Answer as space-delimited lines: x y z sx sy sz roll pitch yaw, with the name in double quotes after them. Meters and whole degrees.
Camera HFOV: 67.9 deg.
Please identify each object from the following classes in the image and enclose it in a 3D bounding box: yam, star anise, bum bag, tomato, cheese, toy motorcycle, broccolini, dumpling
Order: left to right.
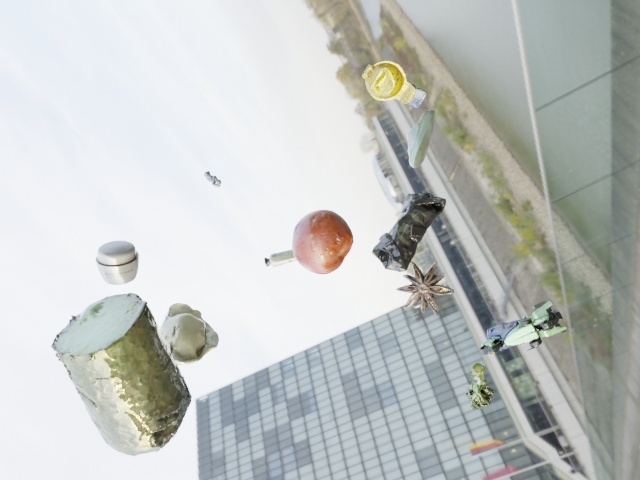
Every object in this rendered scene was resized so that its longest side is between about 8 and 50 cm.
-0.395 0.279 0.978 0.195 0.195 0.300 -88 -16 -66 "yam"
-0.537 0.406 1.934 0.242 0.187 0.318 18 -151 -34 "dumpling"
0.000 0.000 1.549 0.184 0.208 0.208 33 179 26 "tomato"
0.274 -0.574 1.772 0.250 0.157 0.064 26 -138 -10 "cheese"
0.295 -0.036 1.606 0.143 0.341 0.095 18 153 36 "bum bag"
0.356 0.155 1.603 0.065 0.195 0.183 4 -84 -60 "star anise"
0.352 0.316 1.034 0.058 0.067 0.216 28 157 27 "broccolini"
0.777 0.357 1.863 0.125 0.331 0.196 61 -165 4 "toy motorcycle"

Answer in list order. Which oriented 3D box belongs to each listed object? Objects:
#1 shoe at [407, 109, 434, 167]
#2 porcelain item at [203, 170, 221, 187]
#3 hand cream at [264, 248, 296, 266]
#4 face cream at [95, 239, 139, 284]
0.406 -0.432 1.997 0.100 0.251 0.103 20 179 29 "shoe"
-0.397 -0.225 1.758 0.083 0.036 0.028 43 159 23 "porcelain item"
-0.094 0.053 1.774 0.080 0.233 0.050 -86 -20 -72 "hand cream"
-0.587 0.063 1.381 0.117 0.117 0.104 -91 5 -63 "face cream"
